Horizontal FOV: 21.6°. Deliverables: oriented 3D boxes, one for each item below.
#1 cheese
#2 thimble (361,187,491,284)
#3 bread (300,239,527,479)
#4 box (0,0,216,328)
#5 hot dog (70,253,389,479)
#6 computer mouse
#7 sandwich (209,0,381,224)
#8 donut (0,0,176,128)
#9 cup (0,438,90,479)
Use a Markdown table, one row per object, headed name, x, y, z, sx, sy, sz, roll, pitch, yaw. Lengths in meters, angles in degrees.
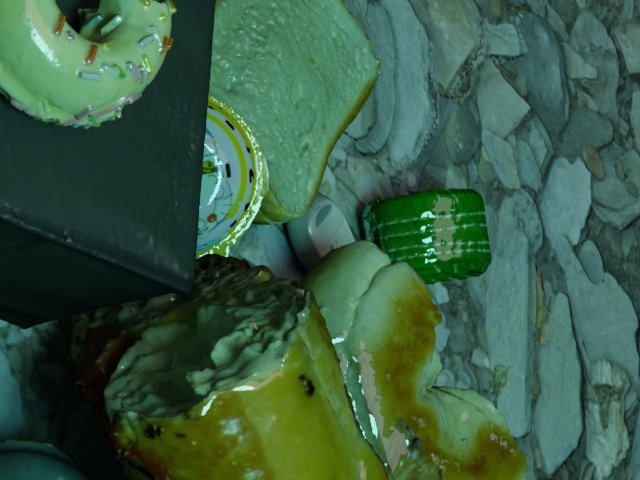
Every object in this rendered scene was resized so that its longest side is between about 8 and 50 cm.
| name | x | y | z | sx | sy | sz | roll | pitch | yaw |
| --- | --- | --- | --- | --- | --- | --- | --- | --- | --- |
| cheese | -0.118 | -0.017 | 1.420 | 0.156 | 0.064 | 0.250 | -5 | 98 | -9 |
| thimble | 0.106 | -0.004 | 1.667 | 0.130 | 0.118 | 0.090 | -5 | 85 | -22 |
| bread | 0.051 | 0.179 | 1.503 | 0.314 | 0.171 | 0.192 | 53 | 47 | -21 |
| box | -0.235 | -0.134 | 1.255 | 0.251 | 0.204 | 0.345 | 26 | 60 | -42 |
| hot dog | -0.053 | 0.217 | 1.259 | 0.196 | 0.367 | 0.365 | -28 | 104 | -14 |
| computer mouse | -0.002 | 0.000 | 1.601 | 0.066 | 0.039 | 0.096 | -51 | 123 | -43 |
| sandwich | -0.058 | -0.155 | 1.551 | 0.226 | 0.087 | 0.251 | 51 | 47 | -28 |
| donut | -0.166 | -0.132 | 1.122 | 0.166 | 0.065 | 0.108 | 16 | 67 | -45 |
| cup | -0.219 | 0.224 | 1.201 | 0.199 | 0.199 | 0.150 | 39 | 33 | -34 |
